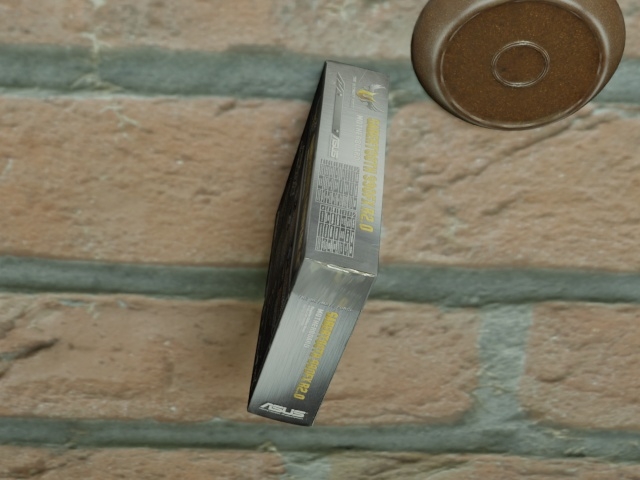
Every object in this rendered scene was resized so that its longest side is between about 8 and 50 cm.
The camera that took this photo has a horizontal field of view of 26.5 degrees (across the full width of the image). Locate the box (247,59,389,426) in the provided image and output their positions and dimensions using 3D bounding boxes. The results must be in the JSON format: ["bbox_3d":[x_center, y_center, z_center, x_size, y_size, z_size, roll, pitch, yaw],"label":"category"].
[{"bbox_3d":[0.000,0.000,1.070,0.056,0.231,0.183,14,134,-8],"label":"box"}]

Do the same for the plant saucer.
[{"bbox_3d":[0.155,-0.144,1.064,0.168,0.029,0.168,1,137,1],"label":"plant saucer"}]
